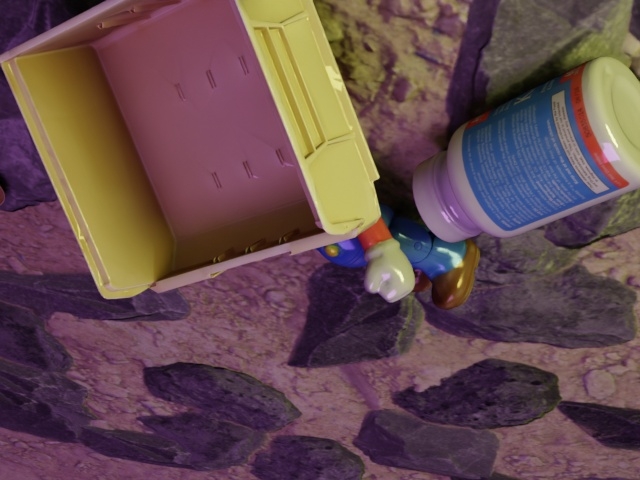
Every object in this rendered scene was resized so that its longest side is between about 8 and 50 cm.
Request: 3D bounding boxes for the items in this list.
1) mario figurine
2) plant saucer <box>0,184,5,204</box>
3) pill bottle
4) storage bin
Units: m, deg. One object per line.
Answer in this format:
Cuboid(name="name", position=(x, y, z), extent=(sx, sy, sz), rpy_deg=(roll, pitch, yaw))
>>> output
Cuboid(name="mario figurine", position=(0.000, 0.000, 1.059), extent=(0.320, 0.170, 0.198), rpy_deg=(24, 145, -22))
Cuboid(name="plant saucer", position=(-0.424, -0.070, 1.202), extent=(0.083, 0.015, 0.083), rpy_deg=(7, 145, 5))
Cuboid(name="pill bottle", position=(0.198, -0.075, 0.935), extent=(0.221, 0.124, 0.124), rpy_deg=(-24, 133, 39))
Cuboid(name="storage bin", position=(-0.113, -0.094, 0.882), extent=(0.262, 0.123, 0.261), rpy_deg=(-16, 99, 32))
